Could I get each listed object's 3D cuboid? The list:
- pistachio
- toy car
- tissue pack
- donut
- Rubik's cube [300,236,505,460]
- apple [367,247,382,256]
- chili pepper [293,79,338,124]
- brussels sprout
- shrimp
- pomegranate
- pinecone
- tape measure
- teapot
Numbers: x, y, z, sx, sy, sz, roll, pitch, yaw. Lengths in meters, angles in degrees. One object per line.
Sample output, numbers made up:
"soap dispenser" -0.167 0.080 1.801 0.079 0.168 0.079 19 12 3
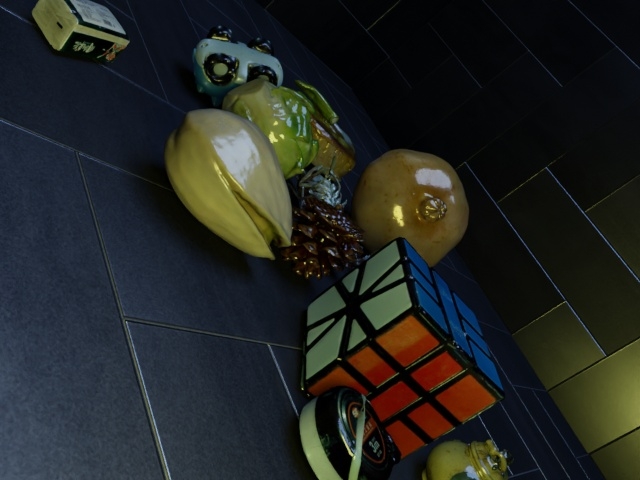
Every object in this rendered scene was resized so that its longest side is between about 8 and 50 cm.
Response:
"pistachio" -0.165 -0.106 1.158 0.332 0.207 0.226 60 -8 -23
"toy car" -0.236 -0.459 1.654 0.255 0.190 0.189 7 47 -21
"tissue pack" -0.478 -0.429 1.196 0.103 0.090 0.170 54 17 4
"donut" 0.001 -0.364 2.109 0.330 0.160 0.330 46 12 -12
"Rubik's cube" 0.149 0.214 1.193 0.283 0.293 0.288 47 17 -21
"apple" 0.200 0.108 1.704 0.182 0.182 0.155 52 48 1
"chili pepper" -0.012 -0.483 2.043 0.202 0.050 0.052 48 -14 2
"brussels sprout" -0.119 -0.283 1.555 0.294 0.227 0.260 56 20 -29
"shrimp" 0.016 -0.092 1.668 0.221 0.165 0.411 32 39 -50
"pomegranate" 0.291 -0.099 1.928 0.411 0.411 0.412 45 20 -21
"pinecone" 0.000 0.000 1.378 0.208 0.207 0.208 45 20 -21
"tape measure" 0.044 0.338 0.995 0.181 0.107 0.182 59 19 10
"teapot" 0.323 0.489 1.255 0.173 0.182 0.269 54 17 9
